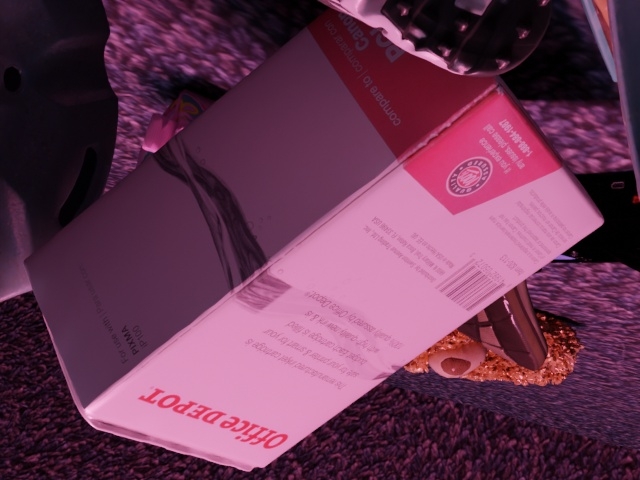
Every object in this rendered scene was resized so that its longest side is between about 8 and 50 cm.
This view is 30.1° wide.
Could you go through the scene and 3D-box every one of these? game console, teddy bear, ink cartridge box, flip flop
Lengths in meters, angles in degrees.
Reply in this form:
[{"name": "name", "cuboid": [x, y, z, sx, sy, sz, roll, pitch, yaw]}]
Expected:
[{"name": "game console", "cuboid": [0.230, 0.008, 1.018, 0.213, 0.044, 0.361, 24, 167, -30]}, {"name": "teddy bear", "cuboid": [0.205, 0.138, 1.509, 0.245, 0.113, 0.338, 12, 168, 13]}, {"name": "ink cartridge box", "cuboid": [0.000, 0.000, 0.708, 0.207, 0.283, 0.117, 35, -159, -57]}, {"name": "flip flop", "cuboid": [0.127, -0.002, 0.911, 0.112, 0.080, 0.277, 25, 148, 46]}]

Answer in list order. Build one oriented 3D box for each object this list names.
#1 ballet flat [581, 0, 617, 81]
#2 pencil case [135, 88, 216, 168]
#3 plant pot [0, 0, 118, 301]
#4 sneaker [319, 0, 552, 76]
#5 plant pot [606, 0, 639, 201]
[{"name": "ballet flat", "cuboid": [0.119, -0.136, 0.473, 0.073, 0.080, 0.232, -20, 156, 22]}, {"name": "pencil case", "cuboid": [-0.020, -0.030, 1.007, 0.284, 0.124, 0.124, 21, 168, -12]}, {"name": "plant pot", "cuboid": [-0.330, -0.089, 0.735, 0.334, 0.341, 0.341, 2, 163, 27]}, {"name": "sneaker", "cuboid": [-0.012, -0.152, 0.511, 0.234, 0.078, 0.106, 33, -176, -19]}, {"name": "plant pot", "cuboid": [0.199, -0.052, 0.286, 0.196, 0.293, 0.293, -11, 165, 4]}]
